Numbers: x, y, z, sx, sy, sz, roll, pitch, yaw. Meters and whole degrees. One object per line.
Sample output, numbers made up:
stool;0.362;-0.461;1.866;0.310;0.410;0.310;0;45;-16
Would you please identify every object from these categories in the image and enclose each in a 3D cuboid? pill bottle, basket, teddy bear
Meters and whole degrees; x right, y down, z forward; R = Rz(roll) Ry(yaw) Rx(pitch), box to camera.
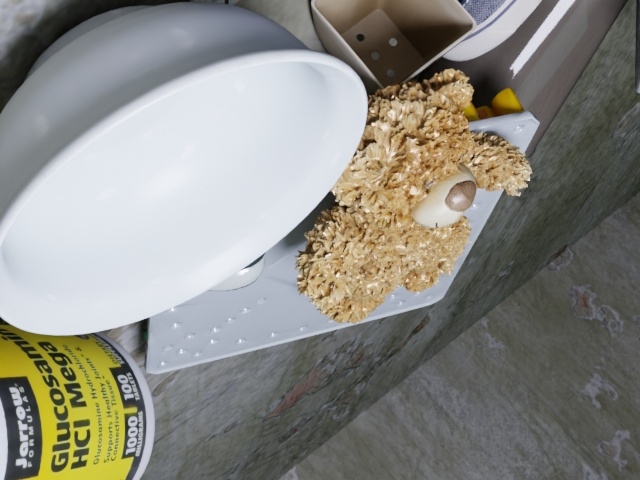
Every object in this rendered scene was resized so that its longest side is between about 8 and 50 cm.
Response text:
pill bottle;-0.295;0.163;0.872;0.188;0.188;0.334;-46;162;12
basket;0.231;-0.224;1.175;0.204;0.154;0.227;-15;144;-51
teddy bear;0.084;-0.013;1.007;0.245;0.113;0.338;-10;151;-27

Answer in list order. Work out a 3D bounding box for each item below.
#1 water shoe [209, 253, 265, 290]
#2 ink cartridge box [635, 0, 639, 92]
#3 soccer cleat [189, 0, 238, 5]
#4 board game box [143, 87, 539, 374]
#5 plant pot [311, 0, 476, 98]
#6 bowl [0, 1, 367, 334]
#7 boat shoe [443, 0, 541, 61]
water shoe;-0.151;0.000;0.931;0.203;0.073;0.080;-4;121;-5
ink cartridge box;0.395;-0.309;1.012;0.384;0.160;0.279;10;82;-77
soccer cleat;-0.079;-0.185;0.793;0.083;0.029;0.035;-47;167;28
board game box;0.000;0.000;1.145;0.389;0.050;0.390;-13;152;-18
plant pot;0.059;-0.188;0.967;0.109;0.109;0.096;-38;174;-14
bowl;-0.123;-0.072;0.756;0.297;0.134;0.298;-30;159;-12
boat shoe;0.147;-0.289;0.914;0.158;0.127;0.340;20;148;-21
